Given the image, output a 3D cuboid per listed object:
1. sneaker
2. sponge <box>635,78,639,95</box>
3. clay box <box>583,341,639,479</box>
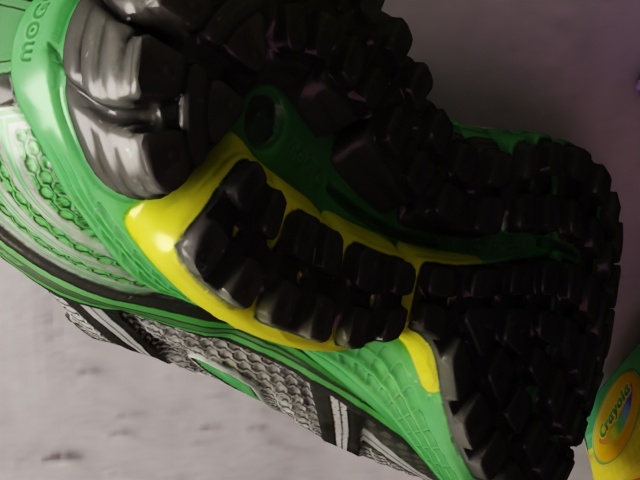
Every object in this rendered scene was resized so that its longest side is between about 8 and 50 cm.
[{"bbox_3d":[0.000,0.000,0.578,0.146,0.134,0.343,6,158,37],"label":"sneaker"},{"bbox_3d":[0.233,-0.063,0.622,0.210,0.031,0.117,16,126,-26],"label":"sponge"},{"bbox_3d":[0.200,0.055,0.689,0.127,0.053,0.222,6,144,-19],"label":"clay box"}]
